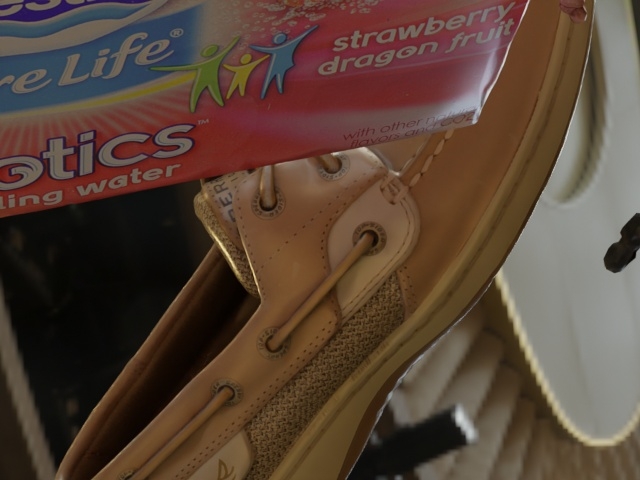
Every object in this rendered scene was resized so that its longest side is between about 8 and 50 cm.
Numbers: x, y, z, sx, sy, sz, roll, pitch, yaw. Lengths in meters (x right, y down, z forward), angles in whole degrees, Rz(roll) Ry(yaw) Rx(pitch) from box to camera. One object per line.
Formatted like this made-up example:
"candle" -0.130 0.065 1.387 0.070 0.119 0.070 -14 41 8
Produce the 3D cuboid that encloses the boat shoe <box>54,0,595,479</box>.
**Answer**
"boat shoe" 0.000 0.000 0.685 0.110 0.121 0.341 27 -82 -22

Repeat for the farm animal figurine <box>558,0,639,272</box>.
"farm animal figurine" 0.152 -0.191 0.370 0.172 0.326 0.330 7 -116 -53

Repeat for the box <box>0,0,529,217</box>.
"box" -0.095 -0.102 0.432 0.300 0.154 0.142 -12 -116 -16
